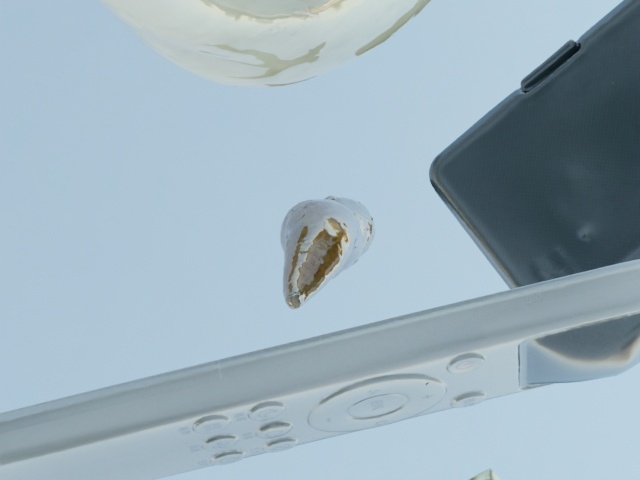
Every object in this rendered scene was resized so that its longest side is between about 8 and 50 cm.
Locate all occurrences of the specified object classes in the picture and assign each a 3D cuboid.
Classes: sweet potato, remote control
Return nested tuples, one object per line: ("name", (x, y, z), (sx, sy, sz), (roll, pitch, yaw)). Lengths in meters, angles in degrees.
("sweet potato", (0.000, 0.000, 1.406), (0.067, 0.281, 0.059), (-45, -92, 5))
("remote control", (0.000, 0.055, 0.674), (0.261, 0.067, 0.029), (-14, -113, 0))

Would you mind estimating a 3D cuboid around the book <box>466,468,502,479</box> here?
("book", (0.056, 0.288, 1.328), (0.295, 0.020, 0.208), (-32, -67, 24))

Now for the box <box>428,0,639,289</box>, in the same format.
("box", (0.201, -0.058, 1.295), (0.230, 0.160, 0.050), (-40, -19, 9))

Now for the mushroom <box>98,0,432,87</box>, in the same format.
("mushroom", (-0.057, -0.208, 0.867), (0.356, 0.315, 0.315), (-38, -65, -10))
